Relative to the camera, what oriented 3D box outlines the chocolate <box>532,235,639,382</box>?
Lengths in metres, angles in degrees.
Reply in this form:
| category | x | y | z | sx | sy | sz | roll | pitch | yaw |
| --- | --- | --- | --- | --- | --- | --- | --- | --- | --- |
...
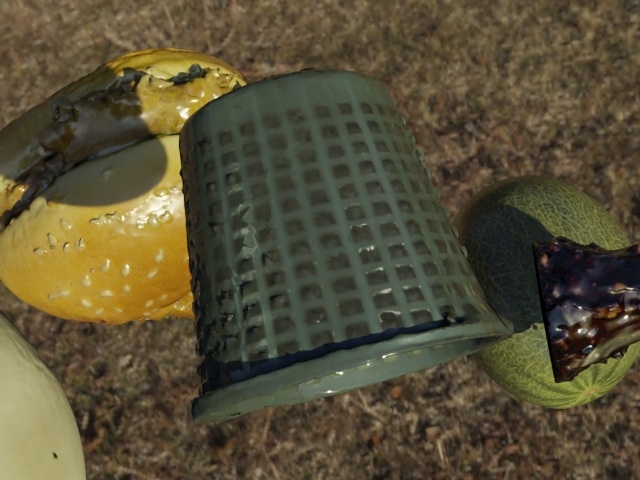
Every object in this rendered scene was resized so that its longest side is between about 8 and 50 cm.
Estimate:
| category | x | y | z | sx | sy | sz | roll | pitch | yaw |
| --- | --- | --- | --- | --- | --- | --- | --- | --- | --- |
| chocolate | 0.285 | 0.063 | 1.000 | 0.133 | 0.156 | 0.156 | -8 | 41 | 12 |

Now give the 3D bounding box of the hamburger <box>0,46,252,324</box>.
| category | x | y | z | sx | sy | sz | roll | pitch | yaw |
| --- | --- | --- | --- | --- | --- | --- | --- | --- | --- |
| hamburger | -0.165 | -0.076 | 1.183 | 0.446 | 0.287 | 0.268 | -3 | 48 | -32 |

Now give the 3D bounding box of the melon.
| category | x | y | z | sx | sy | sz | roll | pitch | yaw |
| --- | --- | --- | --- | --- | --- | --- | --- | --- | --- |
| melon | 0.272 | 0.063 | 1.241 | 0.238 | 0.237 | 0.301 | -15 | 49 | 2 |

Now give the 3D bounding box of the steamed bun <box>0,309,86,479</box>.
| category | x | y | z | sx | sy | sz | roll | pitch | yaw |
| --- | --- | --- | --- | --- | --- | --- | --- | --- | --- |
| steamed bun | -0.307 | 0.160 | 0.690 | 0.324 | 0.324 | 0.206 | 2 | 14 | 22 |

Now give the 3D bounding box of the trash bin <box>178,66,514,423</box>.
| category | x | y | z | sx | sy | sz | roll | pitch | yaw |
| --- | --- | --- | --- | --- | --- | --- | --- | --- | --- |
| trash bin | 0.000 | 0.000 | 0.546 | 0.176 | 0.175 | 0.161 | -14 | 77 | 3 |
